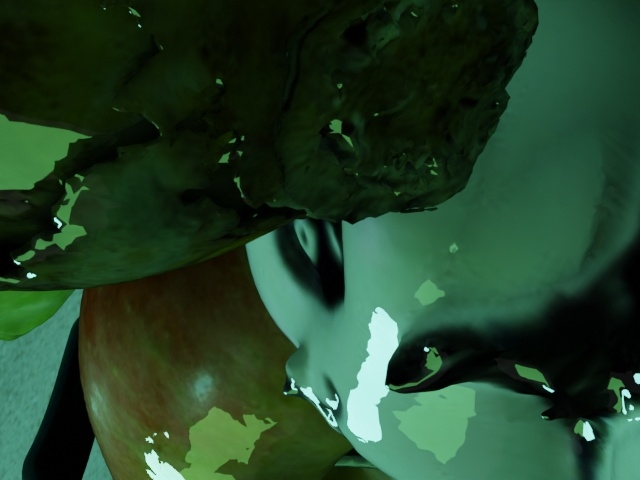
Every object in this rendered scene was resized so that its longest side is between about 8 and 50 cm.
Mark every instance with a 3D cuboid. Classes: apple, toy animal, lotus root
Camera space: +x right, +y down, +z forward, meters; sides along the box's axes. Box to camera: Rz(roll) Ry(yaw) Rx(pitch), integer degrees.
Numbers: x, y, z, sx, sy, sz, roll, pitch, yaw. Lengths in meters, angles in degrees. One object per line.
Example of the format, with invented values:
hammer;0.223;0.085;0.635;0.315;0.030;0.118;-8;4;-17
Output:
apple;0.000;0.000;0.897;0.293;0.163;0.251;-18;-153;6
toy animal;0.118;0.014;0.644;0.310;0.251;0.251;30;180;28
lotus root;-0.139;-0.107;0.444;0.397;0.179;0.196;22;136;8

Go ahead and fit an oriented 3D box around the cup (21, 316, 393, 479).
cup;0.006;0.141;1.083;0.308;0.292;0.242;-20;118;20

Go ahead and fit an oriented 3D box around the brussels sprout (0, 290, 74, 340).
brussels sprout;-0.365;-0.021;1.777;0.328;0.247;0.328;20;171;3
